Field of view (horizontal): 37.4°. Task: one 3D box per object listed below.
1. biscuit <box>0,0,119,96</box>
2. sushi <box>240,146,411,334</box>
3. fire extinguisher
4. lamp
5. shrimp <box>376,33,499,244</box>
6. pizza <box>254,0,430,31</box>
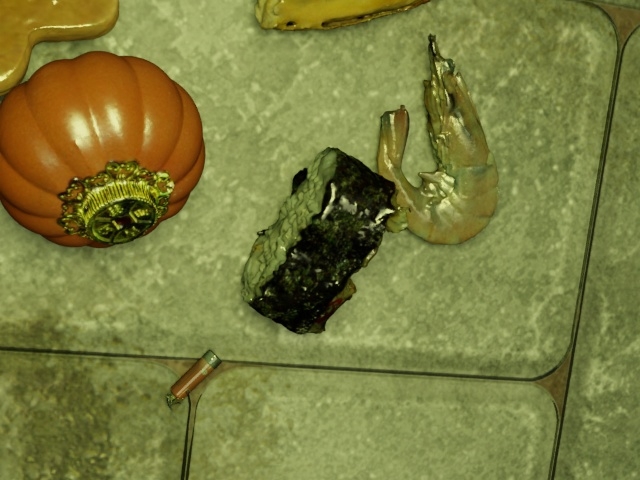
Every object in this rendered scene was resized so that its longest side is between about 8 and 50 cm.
[{"bbox_3d":[-0.388,-0.267,0.946,0.355,0.052,0.275,-16,83,-18],"label":"biscuit"},{"bbox_3d":[0.000,0.000,1.090,0.115,0.147,0.212,24,108,-24],"label":"sushi"},{"bbox_3d":[-0.153,0.167,1.123,0.083,0.022,0.028,-45,137,-5],"label":"fire extinguisher"},{"bbox_3d":[-0.227,-0.091,0.972,0.223,0.196,0.223,-18,145,-13],"label":"lamp"},{"bbox_3d":[0.129,-0.112,1.145,0.145,0.059,0.254,-24,109,-1],"label":"shrimp"},{"bbox_3d":[0.111,-0.410,0.962,0.440,0.130,0.406,-30,147,-12],"label":"pizza"}]
